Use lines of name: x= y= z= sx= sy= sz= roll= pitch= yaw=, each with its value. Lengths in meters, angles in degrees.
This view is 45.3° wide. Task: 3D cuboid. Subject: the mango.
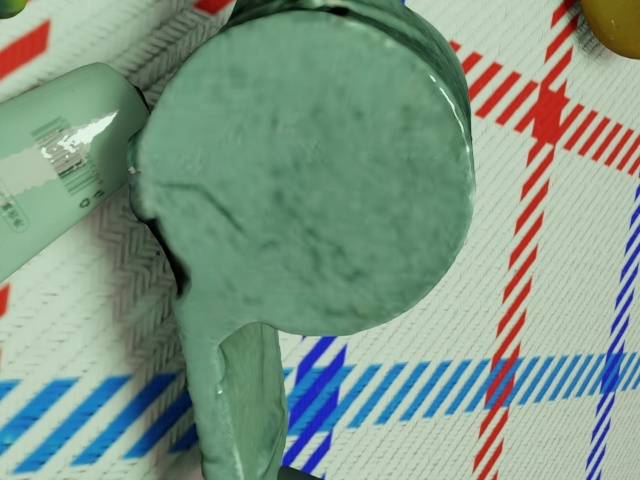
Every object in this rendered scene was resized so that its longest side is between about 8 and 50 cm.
mango: x=0.373 y=-0.323 z=0.902 sx=0.254 sy=0.139 sz=0.175 roll=47 pitch=53 yaw=-32

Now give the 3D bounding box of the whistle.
whistle: x=-0.032 y=0.000 z=0.514 sx=0.404 sy=0.188 sz=0.168 roll=-60 pitch=-177 yaw=23

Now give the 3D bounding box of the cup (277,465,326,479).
cup: x=-0.022 y=0.234 z=0.649 sx=0.100 sy=0.077 sz=0.078 roll=31 pitch=76 yaw=-45

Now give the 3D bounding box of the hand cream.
hand cream: x=-0.222 y=0.004 z=0.416 sx=0.321 sy=0.067 sz=0.109 roll=-41 pitch=126 yaw=-27

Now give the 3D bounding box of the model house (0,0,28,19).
model house: x=-0.156 y=-0.216 z=0.269 sx=0.215 sy=0.303 sz=0.237 roll=31 pitch=75 yaw=-52
